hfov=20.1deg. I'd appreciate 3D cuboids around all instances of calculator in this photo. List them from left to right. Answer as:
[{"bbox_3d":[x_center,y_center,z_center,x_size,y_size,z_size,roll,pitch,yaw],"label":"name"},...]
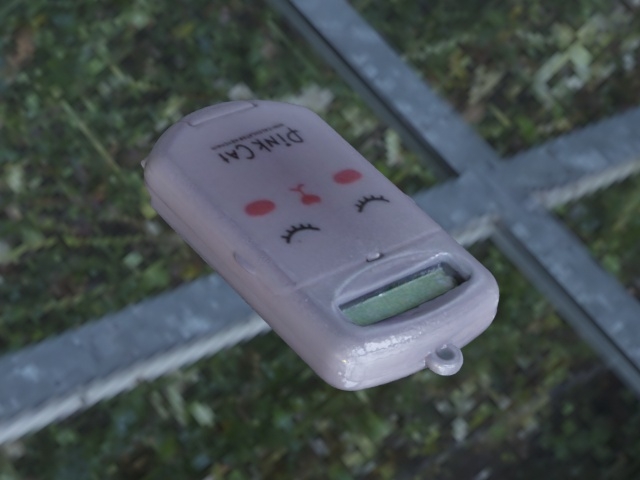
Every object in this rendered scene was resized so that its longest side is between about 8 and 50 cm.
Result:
[{"bbox_3d":[0.000,0.000,0.783,0.100,0.175,0.032,-22,144,-38],"label":"calculator"}]
